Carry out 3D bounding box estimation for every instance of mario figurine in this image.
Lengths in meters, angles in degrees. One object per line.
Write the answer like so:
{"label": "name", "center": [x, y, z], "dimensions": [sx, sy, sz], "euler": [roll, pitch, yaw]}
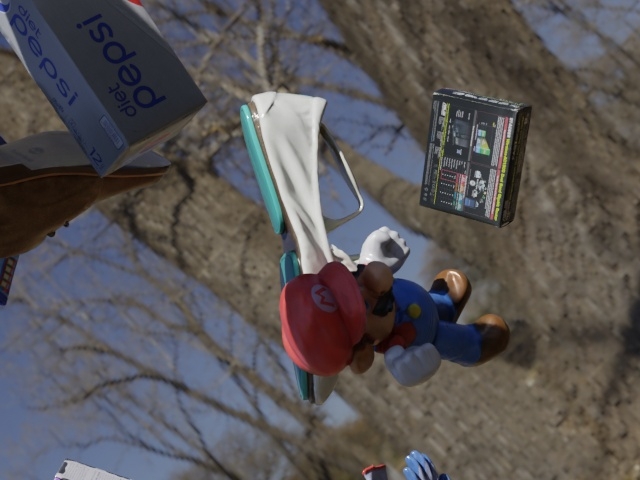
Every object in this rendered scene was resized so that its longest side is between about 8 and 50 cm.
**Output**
{"label": "mario figurine", "center": [0.094, 0.072, 1.332], "dimensions": [0.320, 0.198, 0.170], "euler": [4, -88, -46]}

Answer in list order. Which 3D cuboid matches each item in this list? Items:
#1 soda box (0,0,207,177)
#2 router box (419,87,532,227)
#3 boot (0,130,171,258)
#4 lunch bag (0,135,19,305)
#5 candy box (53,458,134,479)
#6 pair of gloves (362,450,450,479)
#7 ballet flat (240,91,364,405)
{"label": "soda box", "center": [-0.231, -0.209, 1.078], "dimensions": [0.098, 0.286, 0.091], "euler": [-34, 1, -32]}
{"label": "router box", "center": [0.153, -0.083, 1.161], "dimensions": [0.038, 0.092, 0.122], "euler": [-23, -55, -53]}
{"label": "boot", "center": [-0.308, -0.054, 1.331], "dimensions": [0.305, 0.112, 0.115], "euler": [-11, -61, -42]}
{"label": "lunch bag", "center": [-0.571, -0.026, 1.667], "dimensions": [0.138, 0.293, 0.221], "euler": [48, -136, -52]}
{"label": "candy box", "center": [-0.228, 0.362, 1.337], "dimensions": [0.070, 0.196, 0.165], "euler": [-107, 36, -82]}
{"label": "pair of gloves", "center": [0.142, 0.387, 1.704], "dimensions": [0.023, 0.159, 0.198], "euler": [-35, -19, 35]}
{"label": "ballet flat", "center": [0.000, 0.000, 1.469], "dimensions": [0.139, 0.400, 0.139], "euler": [-12, -6, -1]}
